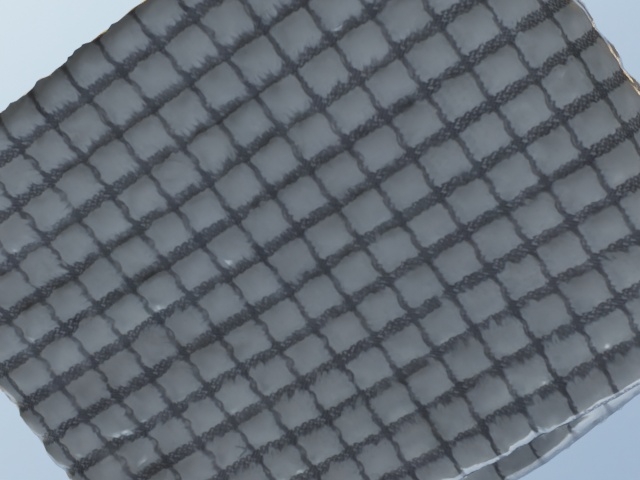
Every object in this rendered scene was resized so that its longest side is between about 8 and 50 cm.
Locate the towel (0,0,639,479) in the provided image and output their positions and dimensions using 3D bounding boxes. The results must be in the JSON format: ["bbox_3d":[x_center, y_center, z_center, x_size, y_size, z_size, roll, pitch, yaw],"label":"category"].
[{"bbox_3d":[0.000,0.000,0.470,0.283,0.235,0.121,-34,-173,16],"label":"towel"}]
